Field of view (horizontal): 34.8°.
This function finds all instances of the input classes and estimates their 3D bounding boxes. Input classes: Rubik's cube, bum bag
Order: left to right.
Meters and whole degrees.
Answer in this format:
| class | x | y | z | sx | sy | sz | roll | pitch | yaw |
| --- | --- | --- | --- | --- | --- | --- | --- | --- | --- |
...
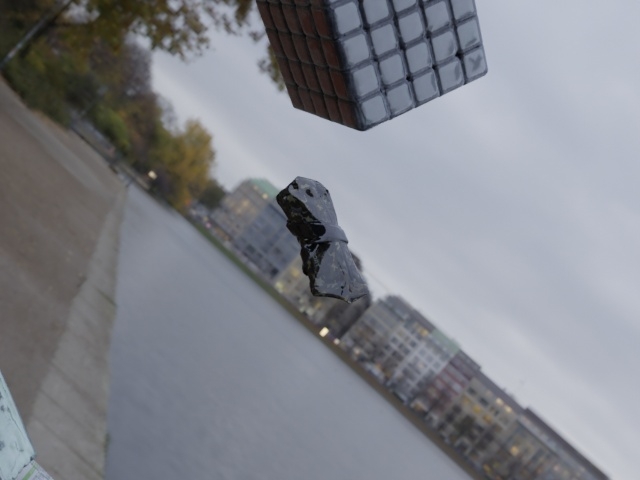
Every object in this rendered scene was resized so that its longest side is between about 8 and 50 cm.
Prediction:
| class | x | y | z | sx | sy | sz | roll | pitch | yaw |
| --- | --- | --- | --- | --- | --- | --- | --- | --- | --- |
| bum bag | -0.001 | 0.000 | 1.804 | 0.102 | 0.069 | 0.248 | -9 | 69 | -44 |
| Rubik's cube | 0.069 | -0.320 | 1.465 | 0.237 | 0.237 | 0.238 | 34 | -33 | 57 |

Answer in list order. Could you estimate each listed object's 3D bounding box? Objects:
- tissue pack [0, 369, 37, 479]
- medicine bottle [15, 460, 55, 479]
| class | x | y | z | sx | sy | sz | roll | pitch | yaw |
| --- | --- | --- | --- | --- | --- | --- | --- | --- | --- |
| tissue pack | -0.429 | 0.166 | 1.003 | 0.081 | 0.257 | 0.185 | -60 | 136 | -61 |
| medicine bottle | -0.375 | 0.307 | 1.251 | 0.183 | 0.086 | 0.086 | 48 | -5 | -8 |
